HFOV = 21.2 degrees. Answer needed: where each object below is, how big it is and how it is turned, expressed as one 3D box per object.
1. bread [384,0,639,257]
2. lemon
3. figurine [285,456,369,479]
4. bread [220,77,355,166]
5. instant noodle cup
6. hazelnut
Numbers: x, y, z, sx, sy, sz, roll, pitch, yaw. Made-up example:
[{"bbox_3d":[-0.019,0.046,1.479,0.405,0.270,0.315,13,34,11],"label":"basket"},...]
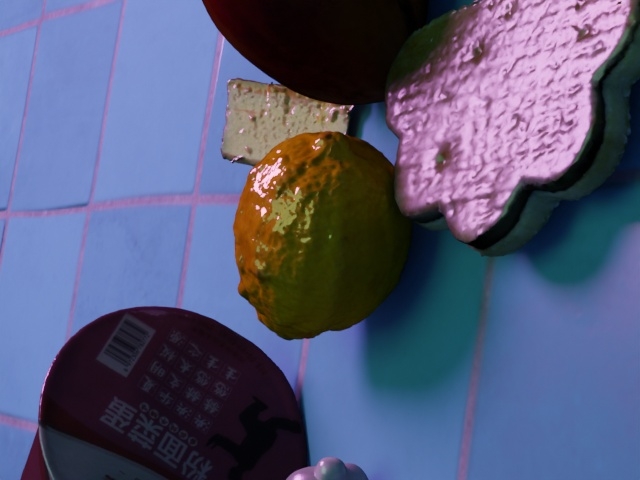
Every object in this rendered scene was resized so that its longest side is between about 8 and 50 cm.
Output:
[{"bbox_3d":[0.138,-0.088,1.237,0.286,0.056,0.207,-7,70,58],"label":"bread"},{"bbox_3d":[0.000,0.000,1.351,0.142,0.142,0.187,53,133,51],"label":"lemon"},{"bbox_3d":[0.021,0.249,1.316,0.098,0.081,0.146,68,-173,-61],"label":"figurine"},{"bbox_3d":[-0.029,-0.096,1.489,0.109,0.080,0.084,10,90,61],"label":"bread"},{"bbox_3d":[-0.149,0.198,1.463,0.178,0.234,0.235,128,142,-51],"label":"instant noodle cup"},{"bbox_3d":[0.006,-0.205,1.398,0.208,0.208,0.208,-27,57,52],"label":"hazelnut"}]
